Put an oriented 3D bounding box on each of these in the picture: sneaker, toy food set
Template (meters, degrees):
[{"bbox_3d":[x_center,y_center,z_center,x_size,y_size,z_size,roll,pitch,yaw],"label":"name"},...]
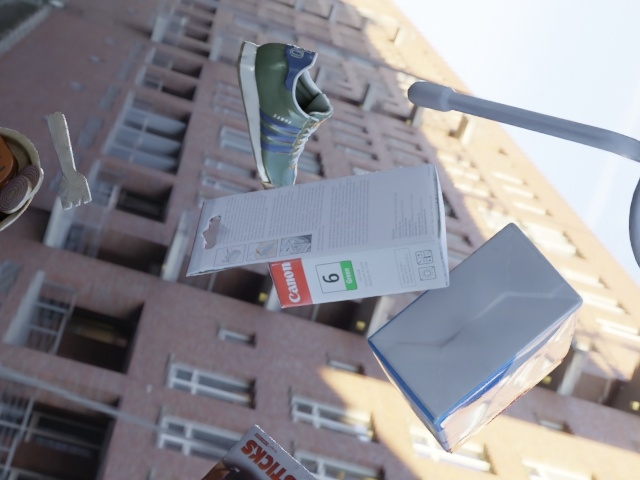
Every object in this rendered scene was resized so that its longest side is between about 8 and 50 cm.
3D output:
[{"bbox_3d":[-0.029,-0.125,1.124,0.064,0.086,0.192,-77,162,-46],"label":"sneaker"},{"bbox_3d":[-0.317,-0.053,0.968,0.038,0.192,0.132,68,-1,-60],"label":"toy food set"}]

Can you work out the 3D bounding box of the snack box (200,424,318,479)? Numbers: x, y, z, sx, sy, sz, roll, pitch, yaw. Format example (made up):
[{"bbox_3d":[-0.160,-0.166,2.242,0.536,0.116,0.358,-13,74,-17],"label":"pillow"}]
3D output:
[{"bbox_3d":[-0.014,0.178,0.646,0.064,0.022,0.178,-44,-144,-13],"label":"snack box"}]

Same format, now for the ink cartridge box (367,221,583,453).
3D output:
[{"bbox_3d":[0.121,0.087,0.816,0.134,0.078,0.231,-39,161,-4],"label":"ink cartridge box"}]

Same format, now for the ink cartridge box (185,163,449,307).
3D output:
[{"bbox_3d":[0.000,0.000,0.490,0.063,0.115,0.029,-85,163,-54],"label":"ink cartridge box"}]

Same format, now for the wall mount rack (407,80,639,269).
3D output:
[{"bbox_3d":[0.239,-0.139,0.679,0.130,0.304,0.350,24,89,-89],"label":"wall mount rack"}]
